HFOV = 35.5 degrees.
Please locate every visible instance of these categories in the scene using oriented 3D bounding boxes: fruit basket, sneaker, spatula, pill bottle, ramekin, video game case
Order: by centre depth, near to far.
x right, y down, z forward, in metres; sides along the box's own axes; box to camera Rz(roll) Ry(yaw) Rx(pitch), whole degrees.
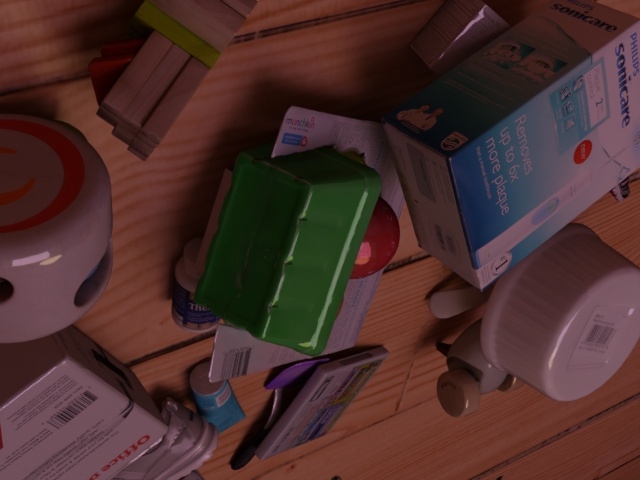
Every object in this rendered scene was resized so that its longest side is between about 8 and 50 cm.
[{"bbox_3d":[0.000,0.000,1.238,0.353,0.165,0.327,-9,120,-63],"label":"fruit basket"},{"bbox_3d":[-0.150,0.055,1.250,0.067,0.067,0.120,-18,142,-28],"label":"pill bottle"},{"bbox_3d":[-0.288,0.321,1.450,0.281,0.105,0.115,-36,114,5],"label":"sneaker"},{"bbox_3d":[0.400,0.123,1.601,0.277,0.135,0.277,-22,130,-29],"label":"ramekin"},{"bbox_3d":[-0.082,0.286,1.633,0.084,0.030,0.296,-2,133,-41],"label":"spatula"},{"bbox_3d":[0.494,-0.124,1.646,0.074,0.063,0.170,-35,143,8],"label":"sneaker"},{"bbox_3d":[0.004,0.270,1.671,0.193,0.023,0.212,-7,137,-55],"label":"video game case"}]

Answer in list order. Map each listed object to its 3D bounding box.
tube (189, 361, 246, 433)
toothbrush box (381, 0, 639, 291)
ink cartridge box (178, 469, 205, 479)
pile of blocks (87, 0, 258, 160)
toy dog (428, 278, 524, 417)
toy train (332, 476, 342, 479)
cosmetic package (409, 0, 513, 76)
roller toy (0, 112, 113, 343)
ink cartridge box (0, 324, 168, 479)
[{"bbox_3d":[-0.156,0.249,1.506,0.080,0.052,0.207,-24,150,-12],"label":"tube"},{"bbox_3d":[0.241,-0.119,1.182,0.295,0.126,0.216,-36,134,-17],"label":"toothbrush box"},{"bbox_3d":[-0.259,0.446,1.510,0.153,0.087,0.208,-34,176,-44],"label":"ink cartridge box"},{"bbox_3d":[-0.106,-0.247,0.914,0.112,0.149,0.362,35,97,-12],"label":"pile of blocks"},{"bbox_3d":[0.274,0.135,1.719,0.220,0.161,0.334,7,112,-44],"label":"toy dog"},{"bbox_3d":[0.019,0.505,2.010,0.023,0.017,0.083,-7,137,-53],"label":"toy train"},{"bbox_3d":[0.224,-0.217,1.251,0.099,0.060,0.239,-47,137,18],"label":"cosmetic package"},{"bbox_3d":[-0.292,-0.007,0.924,0.209,0.191,0.146,-20,144,-26],"label":"roller toy"},{"bbox_3d":[-0.340,0.213,1.220,0.197,0.114,0.273,-37,146,-3],"label":"ink cartridge box"}]
